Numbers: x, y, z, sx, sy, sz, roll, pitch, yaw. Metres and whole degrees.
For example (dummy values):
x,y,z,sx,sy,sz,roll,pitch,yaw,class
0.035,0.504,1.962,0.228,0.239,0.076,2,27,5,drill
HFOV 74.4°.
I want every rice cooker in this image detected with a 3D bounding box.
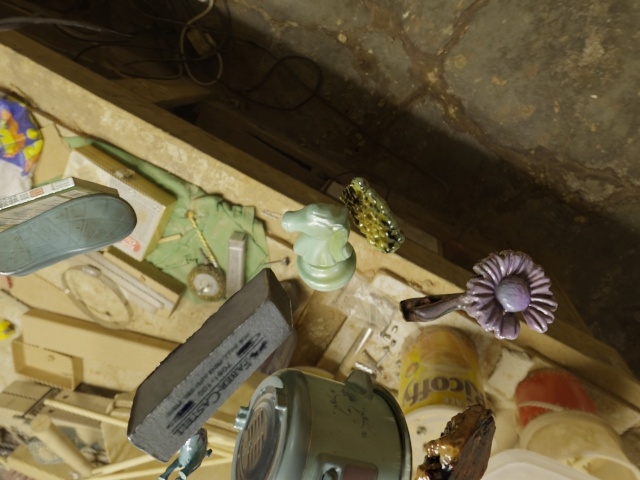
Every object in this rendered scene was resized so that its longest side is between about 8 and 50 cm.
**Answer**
x,y,z,sx,sy,sz,roll,pitch,yaw,class
0.010,0.369,0.726,0.317,0.264,0.316,2,85,-25,rice cooker

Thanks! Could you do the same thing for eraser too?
x,y,z,sx,sy,sz,roll,pitch,yaw,class
-0.175,0.204,0.736,0.077,0.352,0.111,22,149,45,eraser

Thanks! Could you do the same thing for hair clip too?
x,y,z,sx,sy,sz,roll,pitch,yaw,class
0.307,0.118,0.838,0.301,0.069,0.172,-13,79,10,hair clip

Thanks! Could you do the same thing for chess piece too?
x,y,z,sx,sy,sz,roll,pitch,yaw,class
0.000,0.000,1.091,0.176,0.175,0.298,3,149,10,chess piece

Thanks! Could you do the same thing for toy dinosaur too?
x,y,z,sx,sy,sz,roll,pitch,yaw,class
-0.307,0.502,0.990,0.076,0.144,0.329,28,136,18,toy dinosaur

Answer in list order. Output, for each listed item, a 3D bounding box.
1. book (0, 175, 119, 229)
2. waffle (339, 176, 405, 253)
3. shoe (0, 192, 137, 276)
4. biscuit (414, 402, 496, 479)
x,y,z,sx,sy,sz,roll,pitch,yaw,class
-0.618,-0.077,0.934,0.264,0.202,0.027,-18,91,-1,book
0.133,-0.058,1.057,0.054,0.223,0.204,-31,89,-12,waffle
-0.366,-0.009,0.608,0.195,0.078,0.079,-25,99,-18,shoe
0.302,0.528,0.976,0.081,0.290,0.333,26,124,43,biscuit
